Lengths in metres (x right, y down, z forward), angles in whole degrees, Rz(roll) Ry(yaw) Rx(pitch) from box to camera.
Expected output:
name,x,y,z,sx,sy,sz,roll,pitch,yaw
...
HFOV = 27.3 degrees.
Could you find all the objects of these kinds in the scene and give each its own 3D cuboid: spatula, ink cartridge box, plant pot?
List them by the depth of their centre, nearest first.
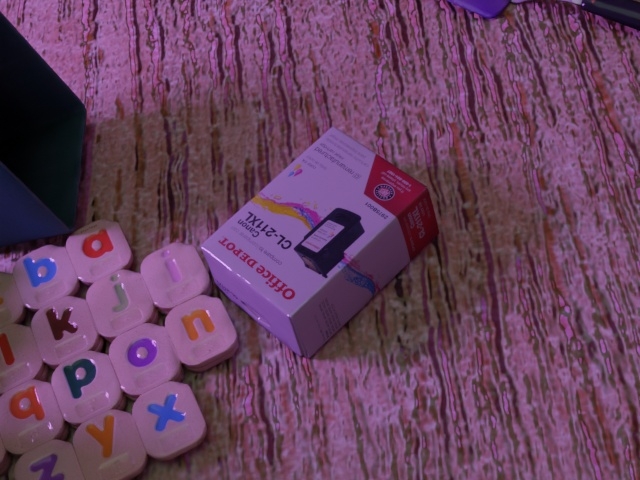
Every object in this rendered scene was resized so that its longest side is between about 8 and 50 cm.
name,x,y,z,sx,sy,sz,roll,pitch,yaw
ink cartridge box,0.000,0.000,1.187,0.175,0.072,0.127,-43,56,-17
plant pot,-0.380,-0.085,1.296,0.234,0.166,0.165,-16,52,18
spatula,0.245,-0.242,1.324,0.296,0.030,0.084,20,63,26

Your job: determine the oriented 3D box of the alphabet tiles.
name,x,y,z,sx,sy,sz,roll,pitch,yaw
alphabet tiles,-0.221,0.111,1.199,0.284,0.021,0.278,-27,53,-5
